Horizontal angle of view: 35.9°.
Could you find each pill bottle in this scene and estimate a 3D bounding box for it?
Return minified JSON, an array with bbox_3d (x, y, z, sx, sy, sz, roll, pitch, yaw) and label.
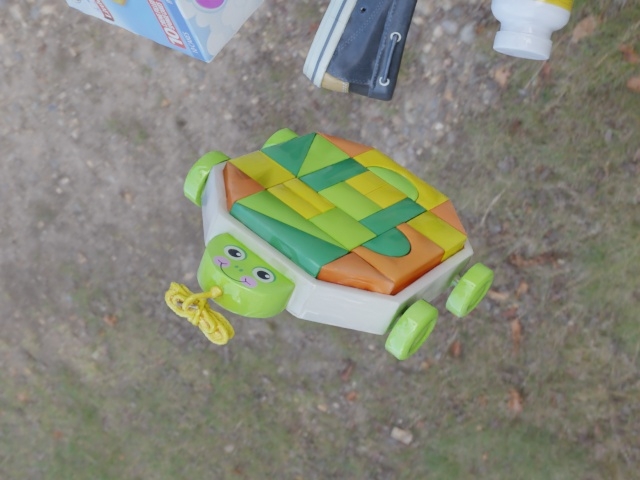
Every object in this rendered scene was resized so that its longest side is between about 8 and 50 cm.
[{"bbox_3d":[0.280,-0.333,1.281,0.103,0.103,0.184,13,95,17],"label":"pill bottle"}]

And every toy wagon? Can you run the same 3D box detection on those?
[{"bbox_3d":[0.000,0.000,0.908,0.267,0.344,0.068,36,122,19],"label":"toy wagon"}]

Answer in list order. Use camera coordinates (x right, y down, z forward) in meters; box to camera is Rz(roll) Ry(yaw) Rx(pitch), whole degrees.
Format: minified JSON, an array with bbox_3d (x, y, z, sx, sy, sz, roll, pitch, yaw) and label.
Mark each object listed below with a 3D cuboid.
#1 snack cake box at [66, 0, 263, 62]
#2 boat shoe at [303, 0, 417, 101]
[{"bbox_3d":[-0.141,-0.247,0.601,0.152,0.089,0.264,24,157,31],"label":"snack cake box"},{"bbox_3d":[0.141,-0.423,1.402,0.156,0.187,0.500,27,110,0],"label":"boat shoe"}]
